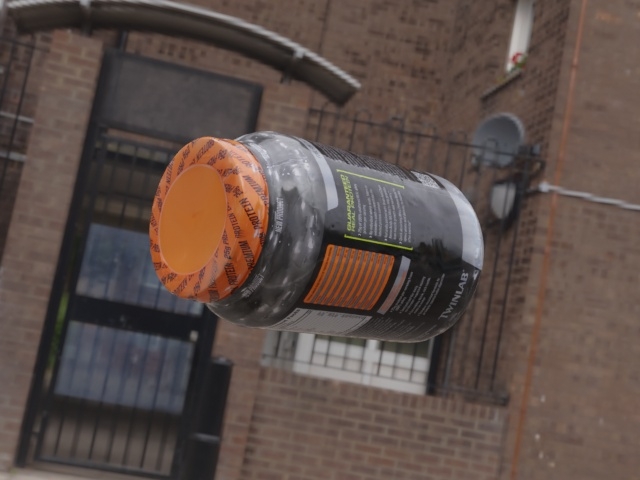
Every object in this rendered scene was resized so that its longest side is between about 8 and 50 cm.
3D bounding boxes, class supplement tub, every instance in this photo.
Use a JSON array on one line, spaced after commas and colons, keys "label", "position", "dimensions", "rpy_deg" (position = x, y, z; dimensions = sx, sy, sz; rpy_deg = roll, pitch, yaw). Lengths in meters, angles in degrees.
[{"label": "supplement tub", "position": [0.000, 0.000, 1.040], "dimensions": [0.338, 0.207, 0.207], "rpy_deg": [11, -7, -41]}]
